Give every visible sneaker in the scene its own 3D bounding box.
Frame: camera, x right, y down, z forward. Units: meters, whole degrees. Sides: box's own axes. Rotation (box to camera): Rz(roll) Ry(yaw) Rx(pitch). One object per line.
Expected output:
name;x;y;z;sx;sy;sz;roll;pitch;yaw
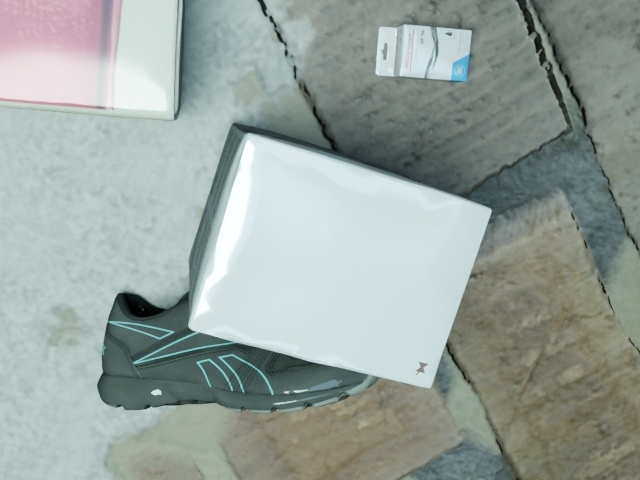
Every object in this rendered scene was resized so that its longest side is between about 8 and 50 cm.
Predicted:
sneaker;-0.080;0.096;0.640;0.268;0.101;0.106;-2;86;14

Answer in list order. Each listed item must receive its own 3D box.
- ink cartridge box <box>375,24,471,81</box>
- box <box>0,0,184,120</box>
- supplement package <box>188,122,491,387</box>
ink cartridge box;0.097;-0.177;0.680;0.083;0.028;0.048;2;100;-10
box;-0.226;-0.167;0.565;0.233;0.148;0.126;3;100;-11
supplement package;0.000;0.000;0.609;0.194;0.203;0.149;16;98;-13
